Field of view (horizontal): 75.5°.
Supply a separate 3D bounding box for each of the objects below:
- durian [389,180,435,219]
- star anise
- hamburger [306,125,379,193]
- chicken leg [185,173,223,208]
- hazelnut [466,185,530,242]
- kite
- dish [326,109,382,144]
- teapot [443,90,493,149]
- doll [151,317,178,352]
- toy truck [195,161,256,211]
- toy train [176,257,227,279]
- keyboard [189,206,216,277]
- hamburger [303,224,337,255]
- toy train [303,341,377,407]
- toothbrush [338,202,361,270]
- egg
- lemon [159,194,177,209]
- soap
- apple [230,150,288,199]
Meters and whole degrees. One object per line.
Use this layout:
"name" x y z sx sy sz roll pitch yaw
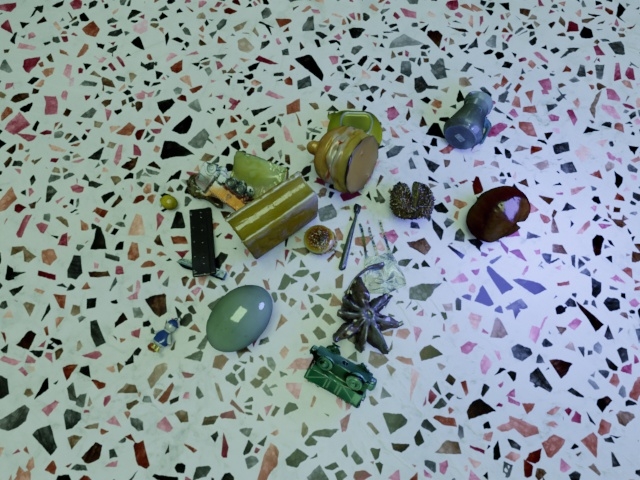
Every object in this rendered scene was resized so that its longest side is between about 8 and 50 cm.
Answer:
"durian" 0.374 -0.155 1.686 0.195 0.167 0.196 -12 41 11
"star anise" 0.180 0.287 1.597 0.359 0.139 0.316 -28 83 -23
"hamburger" 0.086 -0.342 1.705 0.236 0.276 0.277 25 75 26
"chicken leg" -0.491 -0.199 1.761 0.197 0.069 0.085 38 54 3
"hazelnut" 0.706 -0.113 1.670 0.217 0.217 0.251 46 102 12
"kite" 0.249 0.066 1.708 0.169 0.015 0.310 -7 77 -2
"dish" 0.149 -0.497 1.820 0.262 0.108 0.221 12 73 3
"teapot" 0.662 -0.516 1.810 0.203 0.171 0.225 41 68 -22
"doll" -0.598 0.361 1.599 0.098 0.058 0.143 23 73 28
"toy truck" -0.377 -0.202 1.674 0.270 0.114 0.135 37 99 12
"toy train" -0.482 0.111 1.677 0.207 0.043 0.047 18 71 5
"keyboard" -0.481 0.001 1.695 0.100 0.018 0.310 -9 65 -7
"hamburger" 0.000 0.000 1.690 0.141 0.081 0.126 43 78 12
"toy train" 0.068 0.484 1.504 0.269 0.115 0.155 27 121 7
"toothbrush" 0.122 -0.017 1.723 0.030 0.030 0.298 7 74 29
"egg" -0.301 0.289 1.543 0.282 0.203 0.203 -44 78 -8
"lemon" -0.641 -0.161 1.745 0.083 0.062 0.062 18 75 5
"soap" -0.179 -0.089 1.608 0.335 0.293 0.156 -36 76 -11
"apple" -0.260 -0.245 1.744 0.264 0.120 0.194 21 89 16
